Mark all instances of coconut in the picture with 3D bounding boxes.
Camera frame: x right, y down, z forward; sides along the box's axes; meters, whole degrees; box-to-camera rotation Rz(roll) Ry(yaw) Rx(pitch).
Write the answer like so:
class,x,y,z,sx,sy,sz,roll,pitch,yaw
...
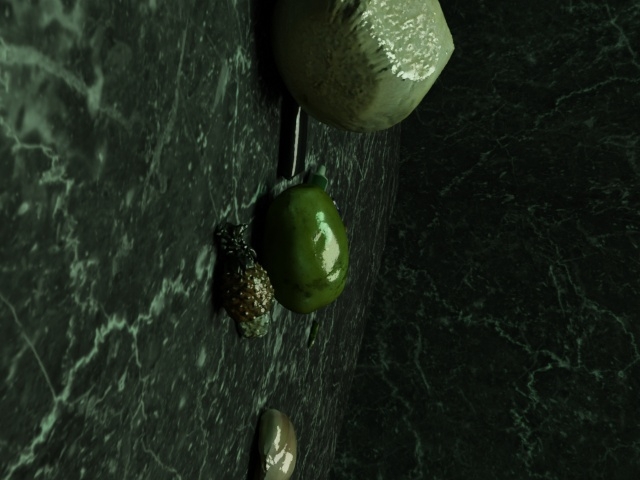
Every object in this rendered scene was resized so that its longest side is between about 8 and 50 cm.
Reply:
class,x,y,z,sx,sy,sz,roll,pitch,yaw
coconut,0.087,-0.442,1.299,0.415,0.345,0.415,17,70,-59

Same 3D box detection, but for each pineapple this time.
class,x,y,z,sx,sy,sz,roll,pitch,yaw
pineapple,-0.154,0.057,1.169,0.108,0.108,0.197,-62,145,-57

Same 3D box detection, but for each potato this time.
class,x,y,z,sx,sy,sz,roll,pitch,yaw
potato,-0.035,0.022,1.406,0.216,0.216,0.304,-49,146,-68

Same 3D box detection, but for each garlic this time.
class,x,y,z,sx,sy,sz,roll,pitch,yaw
garlic,-0.116,0.583,1.658,0.217,0.110,0.227,77,24,-68

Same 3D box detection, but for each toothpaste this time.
class,x,y,z,sx,sy,sz,roll,pitch,yaw
toothpaste,-0.042,-0.053,1.652,0.098,0.061,0.392,128,-18,-57

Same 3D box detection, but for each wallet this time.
class,x,y,z,sx,sy,sz,roll,pitch,yaw
wallet,-0.058,-0.271,1.487,0.149,0.044,0.250,-53,149,-73

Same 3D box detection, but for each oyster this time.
class,x,y,z,sx,sy,sz,roll,pitch,yaw
oyster,-0.140,0.158,1.362,0.177,0.064,0.124,63,33,-73

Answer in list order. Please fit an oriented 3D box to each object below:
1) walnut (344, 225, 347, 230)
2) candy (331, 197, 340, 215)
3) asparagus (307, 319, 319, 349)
class,x,y,z,sx,sy,sz,roll,pitch,yaw
walnut,-0.015,0.017,1.690,0.167,0.087,0.211,-26,-150,57
candy,0.000,0.000,1.869,0.275,0.070,0.145,-61,151,-34
asparagus,-0.025,0.323,2.091,0.025,0.021,0.108,80,22,-59
